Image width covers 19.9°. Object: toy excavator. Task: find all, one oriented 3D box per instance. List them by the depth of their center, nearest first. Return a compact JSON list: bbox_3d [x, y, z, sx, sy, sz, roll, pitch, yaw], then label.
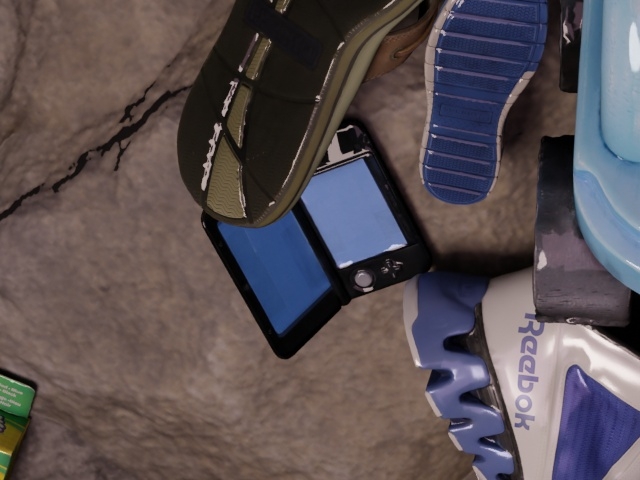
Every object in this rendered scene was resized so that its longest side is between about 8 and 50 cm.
[{"bbox_3d":[0.224,-0.196,0.888,0.222,0.433,0.445,4,161,9],"label":"toy excavator"}]

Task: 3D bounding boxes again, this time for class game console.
[{"bbox_3d":[0.000,0.000,1.186,0.107,0.071,0.122,-19,115,20],"label":"game console"}]

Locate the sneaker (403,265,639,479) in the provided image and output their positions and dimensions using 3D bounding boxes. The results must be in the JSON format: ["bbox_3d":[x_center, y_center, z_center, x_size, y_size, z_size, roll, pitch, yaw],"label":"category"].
[{"bbox_3d":[0.199,0.134,1.193,0.182,0.127,0.315,-21,112,23],"label":"sneaker"}]

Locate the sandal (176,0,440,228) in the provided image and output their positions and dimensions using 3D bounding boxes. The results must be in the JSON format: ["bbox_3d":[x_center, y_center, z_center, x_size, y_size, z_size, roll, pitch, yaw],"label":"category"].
[{"bbox_3d":[0.012,-0.140,1.097,0.120,0.086,0.303,47,120,24],"label":"sandal"}]

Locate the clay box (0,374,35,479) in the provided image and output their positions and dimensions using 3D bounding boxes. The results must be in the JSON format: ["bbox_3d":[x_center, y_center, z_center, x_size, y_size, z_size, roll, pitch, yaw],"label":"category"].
[{"bbox_3d":[-0.301,0.181,1.357,0.127,0.053,0.222,21,122,-2],"label":"clay box"}]

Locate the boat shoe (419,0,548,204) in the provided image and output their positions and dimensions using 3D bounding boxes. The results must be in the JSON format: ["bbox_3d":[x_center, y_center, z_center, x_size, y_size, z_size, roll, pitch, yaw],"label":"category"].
[{"bbox_3d":[0.093,-0.109,1.096,0.066,0.066,0.183,13,134,-2],"label":"boat shoe"}]
